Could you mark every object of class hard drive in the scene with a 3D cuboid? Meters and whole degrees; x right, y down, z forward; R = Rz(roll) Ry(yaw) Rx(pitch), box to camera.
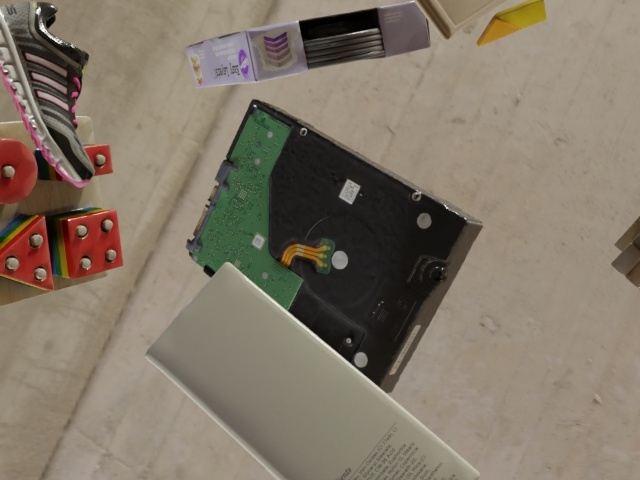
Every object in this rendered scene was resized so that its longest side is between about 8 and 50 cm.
[{"bbox_3d":[0.000,0.000,0.946,0.339,0.064,0.236,32,-77,29],"label":"hard drive"}]

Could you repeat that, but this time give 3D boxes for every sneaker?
[{"bbox_3d":[-0.226,-0.131,0.661,0.075,0.063,0.170,-27,-85,-19],"label":"sneaker"}]

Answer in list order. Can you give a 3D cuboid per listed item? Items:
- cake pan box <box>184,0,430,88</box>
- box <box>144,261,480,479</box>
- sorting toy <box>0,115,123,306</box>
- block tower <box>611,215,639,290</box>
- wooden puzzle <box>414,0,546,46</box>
[{"bbox_3d":[-0.022,-0.255,1.009,0.267,0.246,0.070,17,-57,62],"label":"cake pan box"},{"bbox_3d":[-0.007,0.149,0.651,0.275,0.094,0.113,40,-97,18],"label":"box"},{"bbox_3d":[-0.407,-0.042,1.104,0.089,0.255,0.257,6,-75,37],"label":"sorting toy"},{"bbox_3d":[0.411,0.087,0.671,0.335,0.097,0.091,46,-60,22],"label":"block tower"},{"bbox_3d":[0.091,-0.166,0.474,0.079,0.116,0.014,-28,-137,14],"label":"wooden puzzle"}]
